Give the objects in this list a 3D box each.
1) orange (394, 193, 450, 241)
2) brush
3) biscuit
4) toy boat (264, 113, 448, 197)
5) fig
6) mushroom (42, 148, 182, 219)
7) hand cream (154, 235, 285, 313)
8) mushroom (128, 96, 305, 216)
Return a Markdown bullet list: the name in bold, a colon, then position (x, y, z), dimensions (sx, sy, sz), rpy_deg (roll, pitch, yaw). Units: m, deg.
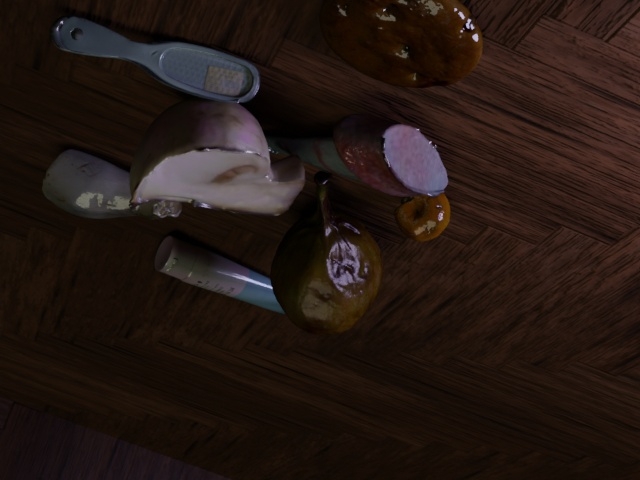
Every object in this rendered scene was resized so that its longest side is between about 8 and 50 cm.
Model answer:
- **orange**: position (0.156, -0.039, 1.880), dimensions (0.086, 0.086, 0.062), rpy_deg (-1, 172, 33)
- **brush**: position (-0.223, -0.247, 1.726), dimensions (0.296, 0.068, 0.060), rpy_deg (17, 179, 3)
- **biscuit**: position (0.096, -0.250, 1.541), dimensions (0.212, 0.036, 0.212), rpy_deg (14, 154, 7)
- **toy boat**: position (0.036, -0.118, 1.804), dimensions (0.282, 0.096, 0.206), rpy_deg (5, 165, 42)
- **fig**: position (0.029, 0.016, 1.974), dimensions (0.190, 0.191, 0.290), rpy_deg (21, 137, -8)
- **mushroom**: position (-0.342, -0.076, 2.086), dimensions (0.225, 0.093, 0.116), rpy_deg (20, 133, 6)
- **hand cream**: position (-0.150, 0.073, 2.317), dimensions (0.312, 0.070, 0.111), rpy_deg (22, 153, -29)
- **mushroom**: position (-0.139, -0.148, 1.752), dimensions (0.236, 0.173, 0.162), rpy_deg (4, 150, -16)
